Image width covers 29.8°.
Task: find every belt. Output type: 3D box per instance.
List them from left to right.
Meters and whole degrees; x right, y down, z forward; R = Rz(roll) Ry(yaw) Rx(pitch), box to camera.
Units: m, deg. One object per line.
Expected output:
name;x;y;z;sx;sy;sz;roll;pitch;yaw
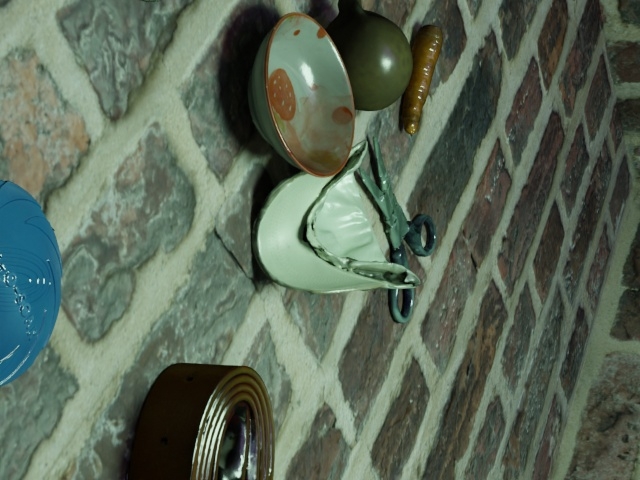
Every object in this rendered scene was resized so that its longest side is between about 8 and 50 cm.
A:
belt;-0.165;0.342;1.674;0.217;0.122;0.339;19;72;-59

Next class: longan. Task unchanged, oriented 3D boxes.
longan;0.073;-0.320;2.040;0.185;0.159;0.204;-162;-125;-74

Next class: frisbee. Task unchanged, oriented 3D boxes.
frisbee;-0.364;0.048;1.356;0.242;0.045;0.242;0;90;-62

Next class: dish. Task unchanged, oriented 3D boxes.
dish;-0.046;-0.220;1.884;0.260;0.085;0.260;22;64;-56

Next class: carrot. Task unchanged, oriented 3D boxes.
carrot;0.198;-0.321;2.406;0.059;0.059;0.248;38;62;-57

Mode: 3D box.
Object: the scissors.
scissors;0.143;-0.036;2.337;0.256;0.029;0.383;-67;148;-33

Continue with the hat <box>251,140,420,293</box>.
hat;0.007;-0.003;1.987;0.301;0.168;0.258;-17;83;-37
